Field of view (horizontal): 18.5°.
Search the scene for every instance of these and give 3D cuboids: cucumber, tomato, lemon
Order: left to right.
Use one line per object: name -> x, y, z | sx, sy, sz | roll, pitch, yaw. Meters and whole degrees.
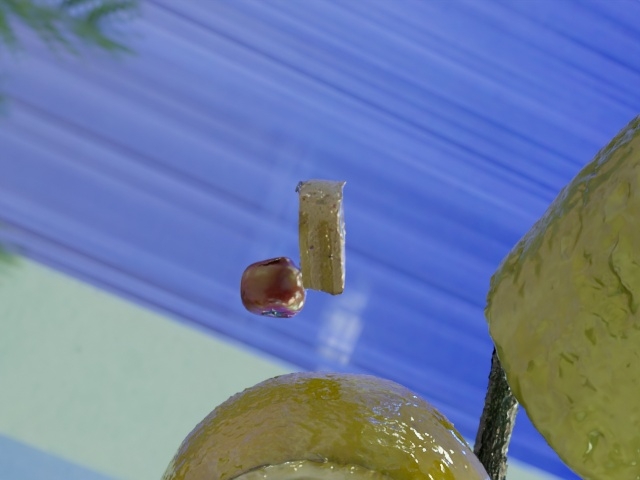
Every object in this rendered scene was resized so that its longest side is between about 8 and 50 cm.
tomato -> -0.058, 0.057, 2.414 | 0.087, 0.087, 0.075 | 151, -57, -66
lemon -> 0.003, 0.284, 1.905 | 0.364, 0.364, 0.364 | -57, -163, 29
cucumber -> 0.193, 0.180, 2.110 | 0.043, 0.044, 0.257 | -46, 147, -75

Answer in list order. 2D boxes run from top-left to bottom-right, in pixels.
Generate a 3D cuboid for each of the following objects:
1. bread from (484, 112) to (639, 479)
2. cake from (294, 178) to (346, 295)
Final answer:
bread -> 0.335, 0.050, 1.612 | 0.348, 0.348, 0.308 | -83, -160, -48
cake -> 0.000, 0.000, 2.019 | 0.065, 0.052, 0.121 | -73, 164, -80
